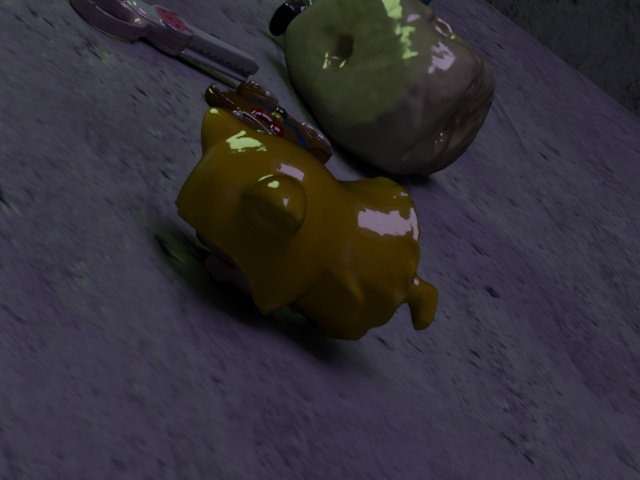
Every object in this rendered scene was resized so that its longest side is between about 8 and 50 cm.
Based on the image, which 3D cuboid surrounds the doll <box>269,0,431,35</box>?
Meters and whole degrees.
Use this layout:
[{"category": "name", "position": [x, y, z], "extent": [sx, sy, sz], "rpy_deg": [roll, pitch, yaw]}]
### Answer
[{"category": "doll", "position": [0.025, -0.285, 2.345], "extent": [0.258, 0.153, 0.195], "rpy_deg": [6, 52, -36]}]

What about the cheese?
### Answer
[{"category": "cheese", "position": [0.101, -0.162, 2.090], "extent": [0.251, 0.173, 0.248], "rpy_deg": [39, 13, -24]}]

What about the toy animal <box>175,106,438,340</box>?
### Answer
[{"category": "toy animal", "position": [-0.003, -0.002, 1.448], "extent": [0.229, 0.156, 0.156], "rpy_deg": [32, 17, -39]}]

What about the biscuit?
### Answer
[{"category": "biscuit", "position": [-0.052, -0.109, 1.840], "extent": [0.138, 0.031, 0.205], "rpy_deg": [42, 17, 7]}]

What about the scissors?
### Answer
[{"category": "scissors", "position": [-0.156, -0.210, 1.869], "extent": [0.242, 0.030, 0.118], "rpy_deg": [24, 23, -39]}]
